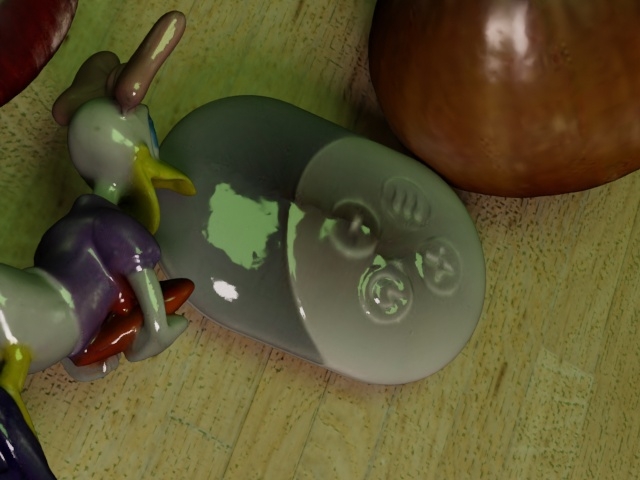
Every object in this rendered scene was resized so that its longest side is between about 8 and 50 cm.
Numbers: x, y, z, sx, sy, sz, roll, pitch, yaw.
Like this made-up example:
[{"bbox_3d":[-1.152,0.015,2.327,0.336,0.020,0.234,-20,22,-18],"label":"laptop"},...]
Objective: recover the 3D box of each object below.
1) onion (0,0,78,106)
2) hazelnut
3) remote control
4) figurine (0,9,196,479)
[{"bbox_3d":[-0.329,-0.202,1.561,0.314,0.232,0.314,-7,59,12],"label":"onion"},{"bbox_3d":[0.207,-0.212,1.818,0.315,0.372,0.372,6,58,15],"label":"hazelnut"},{"bbox_3d":[0.000,0.000,1.735,0.332,0.103,0.221,22,62,-18],"label":"remote control"},{"bbox_3d":[-0.203,0.018,1.549,0.193,0.154,0.421,43,56,-22],"label":"figurine"}]
